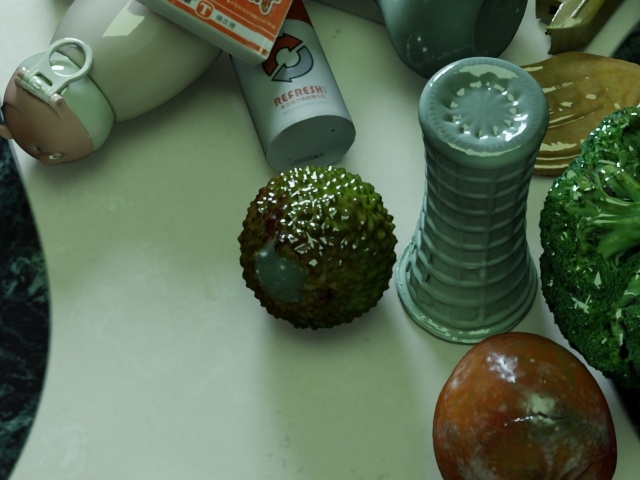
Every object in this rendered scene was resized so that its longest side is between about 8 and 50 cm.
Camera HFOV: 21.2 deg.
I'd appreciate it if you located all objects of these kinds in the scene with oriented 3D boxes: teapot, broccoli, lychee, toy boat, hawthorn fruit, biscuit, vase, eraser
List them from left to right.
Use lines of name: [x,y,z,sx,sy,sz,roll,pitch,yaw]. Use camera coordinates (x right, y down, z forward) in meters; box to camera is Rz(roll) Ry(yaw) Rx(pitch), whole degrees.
eraser: [-0.086,-0.310,1.725,0.157,0.038,0.230,28,69,-15]
lychee: [0.000,0.000,1.633,0.171,0.171,0.171,-1,59,1]
teapot: [0.087,-0.280,1.796,0.251,0.183,0.183,28,63,28]
vase: [0.140,-0.037,1.562,0.143,0.299,0.143,-1,59,2]
hawthorn fruit: [0.178,0.167,1.520,0.173,0.173,0.173,-1,59,1]
biscuit: [0.249,-0.131,1.775,0.220,0.029,0.142,-14,60,-7]
toy boat: [0.292,-0.284,1.852,0.077,0.057,0.200,27,63,24]
broccoli: [0.340,0.014,1.544,0.308,0.275,0.308,26,46,-31]

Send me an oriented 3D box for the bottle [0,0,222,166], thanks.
bottle: [-0.226,-0.173,1.749,0.147,0.147,0.236,38,71,21]

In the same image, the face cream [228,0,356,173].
face cream: [-0.041,-0.181,1.773,0.096,0.096,0.214,-16,59,-8]
